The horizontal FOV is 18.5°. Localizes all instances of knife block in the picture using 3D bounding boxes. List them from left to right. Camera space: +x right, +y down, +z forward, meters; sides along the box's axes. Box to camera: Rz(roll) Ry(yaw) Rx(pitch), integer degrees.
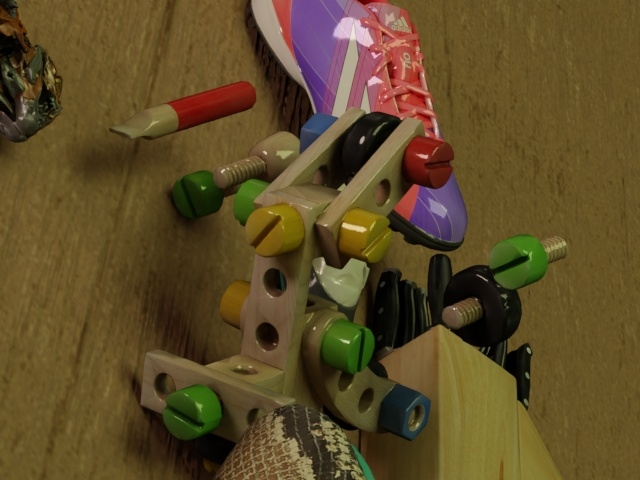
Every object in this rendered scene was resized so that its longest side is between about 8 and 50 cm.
[{"bbox_3d":[0.083,0.129,1.553,0.276,0.088,0.242,-14,72,-57],"label":"knife block"}]

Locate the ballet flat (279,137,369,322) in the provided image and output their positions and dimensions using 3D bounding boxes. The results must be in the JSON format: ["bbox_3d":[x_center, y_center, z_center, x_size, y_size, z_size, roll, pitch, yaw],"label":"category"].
[{"bbox_3d":[0.000,0.000,1.576,0.074,0.074,0.203,22,45,-43],"label":"ballet flat"}]

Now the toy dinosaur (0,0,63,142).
[{"bbox_3d":[-0.303,-0.193,1.311,0.322,0.164,0.218,33,19,-2],"label":"toy dinosaur"}]

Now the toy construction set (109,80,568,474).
[{"bbox_3d":[-0.045,0.021,1.387,0.309,0.257,0.237,45,39,22],"label":"toy construction set"}]

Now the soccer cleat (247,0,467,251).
[{"bbox_3d":[0.049,-0.132,1.672,0.109,0.116,0.318,12,41,-49],"label":"soccer cleat"}]

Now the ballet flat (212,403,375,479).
[{"bbox_3d":[-0.026,0.311,0.966,0.182,0.164,0.482,6,67,-40],"label":"ballet flat"}]
